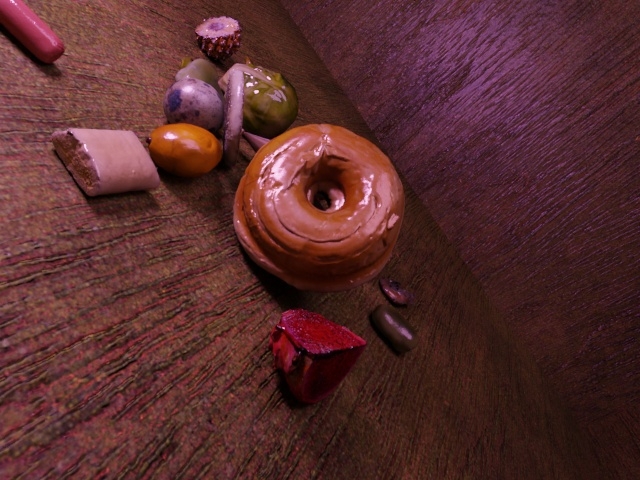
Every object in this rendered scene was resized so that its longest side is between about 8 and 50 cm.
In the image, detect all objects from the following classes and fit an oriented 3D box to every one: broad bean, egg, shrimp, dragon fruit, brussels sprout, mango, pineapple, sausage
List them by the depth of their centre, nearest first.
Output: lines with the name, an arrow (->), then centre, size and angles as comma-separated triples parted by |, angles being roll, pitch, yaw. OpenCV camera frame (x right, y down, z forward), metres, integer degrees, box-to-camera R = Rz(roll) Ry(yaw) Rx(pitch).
sausage -> -0.579, -0.421, 1.009 | 0.154, 0.062, 0.062 | 47, 23, -19
dragon fruit -> -0.023, 0.238, 1.052 | 0.261, 0.163, 0.189 | 14, 77, -63
mango -> -0.302, -0.209, 1.195 | 0.147, 0.109, 0.227 | 33, 18, 13
egg -> -0.314, -0.331, 1.303 | 0.141, 0.141, 0.181 | 62, 12, 20
broad bean -> -0.340, -0.426, 1.455 | 0.169, 0.100, 0.228 | 4, 56, -61
broad bean -> 0.236, 0.270, 1.593 | 0.174, 0.082, 0.124 | 54, 24, -3
brussels sprout -> -0.201, -0.450, 1.634 | 0.271, 0.210, 0.219 | 40, 45, -4
pineapple -> -0.352, -0.694, 1.819 | 0.137, 0.161, 0.176 | 85, -12, -47
shrimp -> 0.284, 0.186, 1.878 | 0.223, 0.047, 0.126 | 14, 34, -56

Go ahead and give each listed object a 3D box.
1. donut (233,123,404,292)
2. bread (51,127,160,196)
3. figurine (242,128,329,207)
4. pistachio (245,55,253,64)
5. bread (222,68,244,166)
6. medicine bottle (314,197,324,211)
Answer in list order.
donut -> 0.005, -0.087, 1.260 | 0.449, 0.449, 0.198 | 60, -20, 15
bread -> -0.397, -0.153, 0.977 | 0.139, 0.060, 0.178 | 54, 22, 3
figurine -> -0.092, -0.216, 1.576 | 0.387, 0.166, 0.207 | 24, 63, -28
pistachio -> -0.256, -0.645, 2.015 | 0.173, 0.049, 0.089 | 54, -1, 7
bread -> -0.235, -0.324, 1.365 | 0.040, 0.267, 0.267 | 3, 42, -14
medicine bottle -> -0.024, -0.004, 1.404 | 0.144, 0.144, 0.252 | 8, 53, -61
